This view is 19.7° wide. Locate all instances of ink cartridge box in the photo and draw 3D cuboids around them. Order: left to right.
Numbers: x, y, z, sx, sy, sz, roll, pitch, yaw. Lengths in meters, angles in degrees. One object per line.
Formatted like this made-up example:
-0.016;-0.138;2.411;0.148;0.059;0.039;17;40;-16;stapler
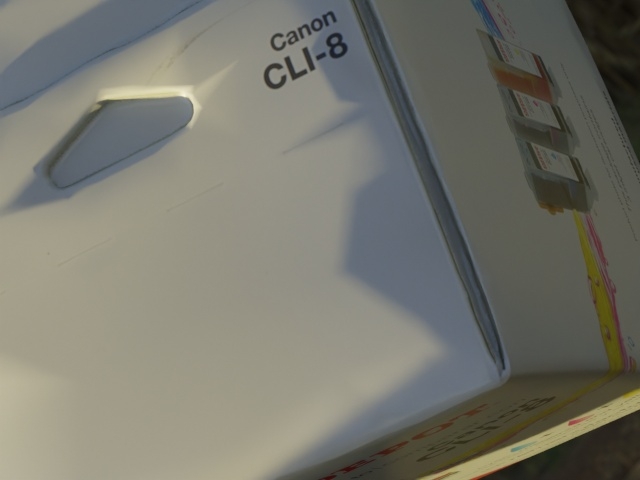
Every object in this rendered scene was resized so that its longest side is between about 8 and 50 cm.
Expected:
0.000;0.000;0.456;0.128;0.127;0.176;-26;-15;22;ink cartridge box
